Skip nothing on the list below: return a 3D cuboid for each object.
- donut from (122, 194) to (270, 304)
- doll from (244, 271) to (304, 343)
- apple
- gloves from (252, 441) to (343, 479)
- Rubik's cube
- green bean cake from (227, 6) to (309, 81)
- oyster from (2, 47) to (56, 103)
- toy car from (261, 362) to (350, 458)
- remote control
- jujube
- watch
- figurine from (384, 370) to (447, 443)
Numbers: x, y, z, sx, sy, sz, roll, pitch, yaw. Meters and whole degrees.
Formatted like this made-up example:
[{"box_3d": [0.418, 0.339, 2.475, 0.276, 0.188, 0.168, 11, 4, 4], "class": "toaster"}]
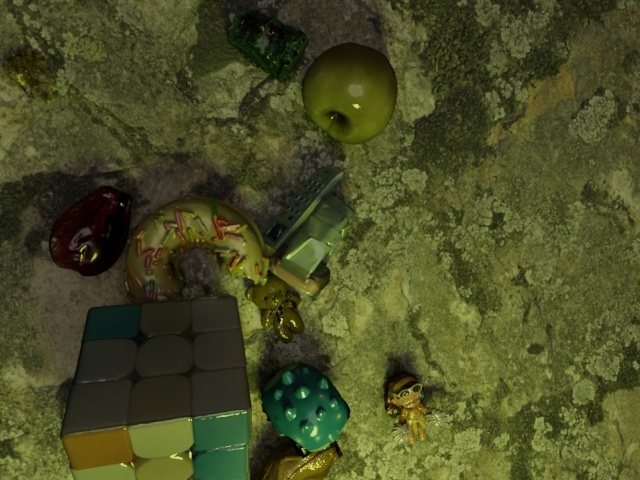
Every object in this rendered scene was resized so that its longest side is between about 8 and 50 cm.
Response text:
[{"box_3d": [-0.332, 0.038, 1.213, 0.371, 0.150, 0.307, -25, 92, -6], "class": "donut"}, {"box_3d": [-0.112, 0.188, 1.311, 0.137, 0.097, 0.209, -36, 104, -17], "class": "doll"}, {"box_3d": [0.083, -0.401, 1.276, 0.262, 0.262, 0.262, 0, 91, -14], "class": "apple"}, {"box_3d": [-0.090, 0.651, 1.283, 0.155, 0.203, 0.356, 40, 75, 11], "class": "gloves"}, {"box_3d": [-0.342, 0.369, 1.067, 0.346, 0.347, 0.344, -3, 125, -12], "class": "Rubik's cube"}, {"box_3d": [-0.148, -0.531, 1.246, 0.208, 0.193, 0.107, 34, 88, -10], "class": "green bean cake"}, {"box_3d": [-0.731, -0.413, 1.183, 0.121, 0.045, 0.146, 1, 90, 0], "class": "oyster"}, {"box_3d": [-0.049, 0.422, 1.241, 0.188, 0.255, 0.190, -33, 130, -23], "class": "toy car"}, {"box_3d": [-0.050, -0.093, 1.325, 0.293, 0.103, 0.051, -48, 126, -9], "class": "remote control"}, {"box_3d": [-0.560, -0.028, 1.168, 0.168, 0.168, 0.236, 29, 77, -12], "class": "jujube"}, {"box_3d": [0.000, 0.000, 1.258, 0.161, 0.253, 0.241, 33, 102, 5], "class": "watch"}, {"box_3d": [0.268, 0.504, 1.396, 0.174, 0.116, 0.240, -21, 101, -11], "class": "figurine"}]
